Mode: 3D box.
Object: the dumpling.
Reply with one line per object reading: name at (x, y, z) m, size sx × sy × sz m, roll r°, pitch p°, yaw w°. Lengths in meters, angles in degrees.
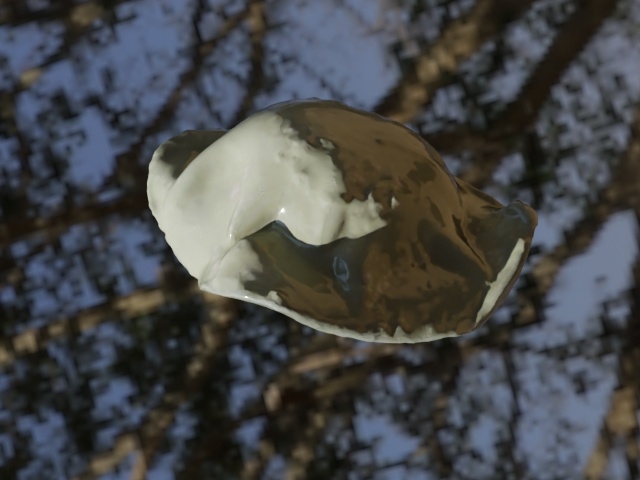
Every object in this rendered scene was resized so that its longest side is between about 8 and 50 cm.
dumpling at (-0.002, 0.000, 0.888) m, size 0.169 × 0.100 × 0.134 m, roll 31°, pitch -141°, yaw -2°
